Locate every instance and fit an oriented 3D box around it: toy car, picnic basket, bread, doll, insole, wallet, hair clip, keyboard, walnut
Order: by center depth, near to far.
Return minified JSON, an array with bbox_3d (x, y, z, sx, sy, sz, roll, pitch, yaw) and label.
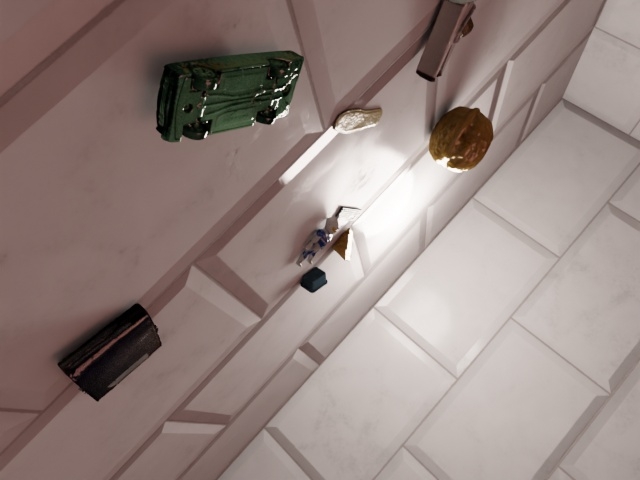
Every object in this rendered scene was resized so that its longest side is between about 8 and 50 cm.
[{"bbox_3d":[-0.164,-0.274,0.928,0.321,0.097,0.141,-28,150,-46],"label":"toy car"},{"bbox_3d":[-0.505,0.281,1.238,0.221,0.071,0.262,-44,162,-27],"label":"wallet"},{"bbox_3d":[0.375,-0.624,1.425,0.101,0.085,0.330,-27,148,-49],"label":"hair clip"},{"bbox_3d":[0.114,-0.351,1.465,0.248,0.011,0.081,-24,146,-49],"label":"insole"},{"bbox_3d":[0.412,-0.656,1.494,0.083,0.072,0.072,36,94,-37],"label":"picnic basket"},{"bbox_3d":[0.000,0.000,1.765,0.114,0.057,0.227,-3,132,-57],"label":"doll"},{"bbox_3d":[0.104,-0.098,1.864,0.055,0.014,0.176,-53,158,17],"label":"keyboard"},{"bbox_3d":[0.552,-0.398,1.956,0.257,0.224,0.257,-50,162,-22],"label":"walnut"},{"bbox_3d":[0.113,0.017,1.980,0.109,0.080,0.084,-49,161,5],"label":"bread"}]

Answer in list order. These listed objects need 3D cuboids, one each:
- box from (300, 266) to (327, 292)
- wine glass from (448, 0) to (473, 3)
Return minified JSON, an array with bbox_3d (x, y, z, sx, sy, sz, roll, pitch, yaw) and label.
[{"bbox_3d":[-0.024,0.150,1.950,0.099,0.074,0.054,-33,139,-37],"label":"box"},{"bbox_3d":[0.357,-0.722,1.156,0.143,0.143,0.321,-39,157,-26],"label":"wine glass"}]
